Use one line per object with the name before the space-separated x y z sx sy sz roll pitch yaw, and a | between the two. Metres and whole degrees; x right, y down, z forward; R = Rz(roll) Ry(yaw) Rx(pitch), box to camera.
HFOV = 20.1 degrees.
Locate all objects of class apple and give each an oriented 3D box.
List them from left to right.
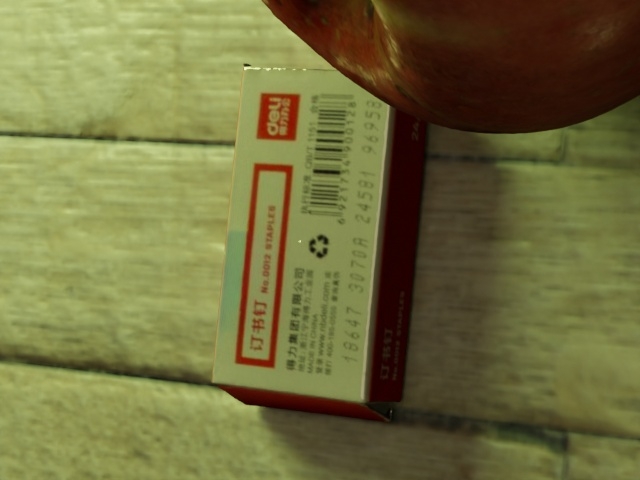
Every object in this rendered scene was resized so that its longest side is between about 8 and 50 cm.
apple | 0.108 -0.247 0.984 0.364 0.364 0.364 -3 85 29

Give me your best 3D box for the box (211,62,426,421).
box | 0.000 0.000 1.191 0.123 0.050 0.229 4 88 31
